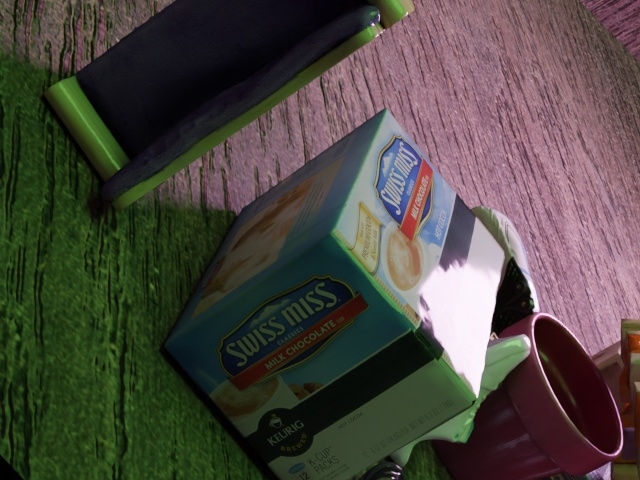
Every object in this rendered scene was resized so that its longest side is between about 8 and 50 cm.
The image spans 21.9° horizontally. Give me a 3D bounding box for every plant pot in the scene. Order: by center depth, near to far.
[{"bbox_3d":[0.242,0.216,2.022,0.201,0.180,0.201,43,27,-28],"label":"plant pot"}]

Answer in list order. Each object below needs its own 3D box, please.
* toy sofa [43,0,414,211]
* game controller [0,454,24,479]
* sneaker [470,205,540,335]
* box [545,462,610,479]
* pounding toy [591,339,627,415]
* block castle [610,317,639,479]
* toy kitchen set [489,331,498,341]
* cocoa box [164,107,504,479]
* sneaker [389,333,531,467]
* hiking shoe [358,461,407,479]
[{"bbox_3d":[-0.096,-0.189,1.661,0.150,0.362,0.177,56,19,-4],"label":"toy sofa"},{"bbox_3d":[-0.233,0.260,1.213,0.319,0.067,0.166,50,25,-14],"label":"game controller"},{"bbox_3d":[0.275,0.054,2.400,0.086,0.085,0.237,22,43,-45],"label":"sneaker"},{"bbox_3d":[0.352,0.287,2.292,0.232,0.059,0.183,56,24,-4],"label":"box"},{"bbox_3d":[0.453,0.221,2.461,0.130,0.141,0.100,56,24,-3],"label":"pounding toy"},{"bbox_3d":[0.473,0.294,2.000,0.453,0.213,0.303,-75,166,-65],"label":"block castle"},{"bbox_3d":[0.271,0.154,2.270,0.075,0.083,0.068,57,23,0],"label":"toy kitchen set"},{"bbox_3d":[0.027,0.058,1.745,0.228,0.231,0.347,50,24,-13],"label":"cocoa box"},{"bbox_3d":[0.159,0.185,1.907,0.094,0.212,0.080,62,-7,1],"label":"sneaker"},{"bbox_3d":[0.089,0.305,1.705,0.086,0.114,0.227,46,26,-24],"label":"hiking shoe"}]
